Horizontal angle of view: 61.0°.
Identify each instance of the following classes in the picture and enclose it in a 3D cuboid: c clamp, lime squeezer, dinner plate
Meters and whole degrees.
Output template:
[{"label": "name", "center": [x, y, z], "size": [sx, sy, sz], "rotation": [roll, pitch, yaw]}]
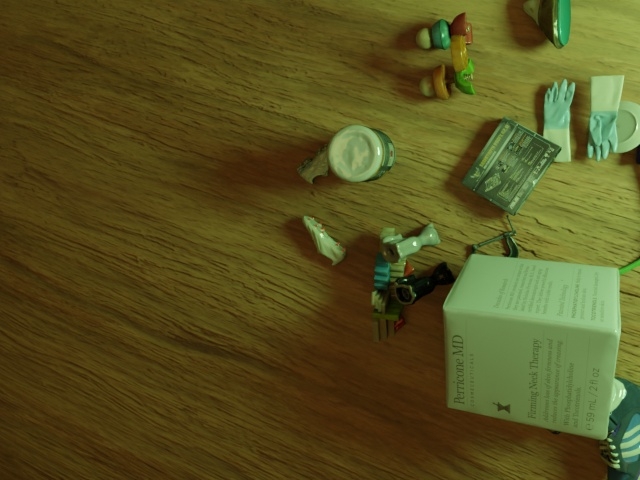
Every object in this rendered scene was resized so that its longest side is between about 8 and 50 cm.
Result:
[{"label": "c clamp", "center": [0.528, 0.018, 1.653], "size": [0.161, 0.022, 0.137], "rotation": [-29, 92, 19]}, {"label": "lime squeezer", "center": [0.983, 0.045, 1.476], "size": [0.311, 0.059, 0.109], "rotation": [-1, 96, 19]}, {"label": "dinner plate", "center": [0.812, -0.309, 1.478], "size": [0.141, 0.017, 0.141], "rotation": [-1, 88, 46]}]

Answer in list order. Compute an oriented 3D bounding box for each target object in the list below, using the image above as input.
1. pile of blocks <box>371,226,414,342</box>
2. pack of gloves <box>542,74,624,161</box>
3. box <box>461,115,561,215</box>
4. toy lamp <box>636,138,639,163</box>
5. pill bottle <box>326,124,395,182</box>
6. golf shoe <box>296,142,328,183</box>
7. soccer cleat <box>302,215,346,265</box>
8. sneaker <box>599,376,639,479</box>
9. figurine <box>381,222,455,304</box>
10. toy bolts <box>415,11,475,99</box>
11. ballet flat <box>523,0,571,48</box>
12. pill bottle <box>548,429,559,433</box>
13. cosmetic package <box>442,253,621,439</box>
[{"label": "pile of blocks", "center": [0.232, 0.144, 1.703], "size": [0.113, 0.149, 0.361], "rotation": [4, 98, 19]}, {"label": "pack of gloves", "center": [0.728, -0.336, 1.517], "size": [0.195, 0.046, 0.232], "rotation": [7, 107, 32]}, {"label": "box", "center": [0.551, -0.215, 1.580], "size": [0.183, 0.056, 0.231], "rotation": [36, 107, 21]}, {"label": "toy lamp", "center": [0.912, -0.146, 1.466], "size": [0.080, 0.080, 0.274], "rotation": [-12, 95, 20]}, {"label": "pill bottle", "center": [0.132, -0.255, 1.615], "size": [0.162, 0.278, 0.162], "rotation": [3, 98, 19]}, {"label": "golf shoe", "center": [0.009, -0.257, 1.784], "size": [0.176, 0.069, 0.086], "rotation": [-35, 105, 23]}, {"label": "soccer cleat", "center": [0.000, 0.000, 1.811], "size": [0.196, 0.068, 0.076], "rotation": [45, 112, 6]}, {"label": "sneaker", "center": [0.802, 0.542, 1.537], "size": [0.236, 0.130, 0.322], "rotation": [16, 94, -3]}, {"label": "figurine", "center": [0.306, 0.063, 1.656], "size": [0.092, 0.210, 0.214], "rotation": [-17, 91, 59]}, {"label": "toy bolts", "center": [0.344, -0.538, 1.560], "size": [0.159, 0.218, 0.228], "rotation": [-4, 78, 26]}, {"label": "ballet flat", "center": [0.623, -0.694, 1.486], "size": [0.124, 0.116, 0.342], "rotation": [8, 100, 39]}, {"label": "pill bottle", "center": [0.634, 0.462, 1.618], "size": [0.219, 0.123, 0.122], "rotation": [34, 107, 13]}, {"label": "cosmetic package", "center": [0.561, 0.262, 1.450], "size": [0.394, 0.327, 0.329], "rotation": [5, 116, 26]}]
